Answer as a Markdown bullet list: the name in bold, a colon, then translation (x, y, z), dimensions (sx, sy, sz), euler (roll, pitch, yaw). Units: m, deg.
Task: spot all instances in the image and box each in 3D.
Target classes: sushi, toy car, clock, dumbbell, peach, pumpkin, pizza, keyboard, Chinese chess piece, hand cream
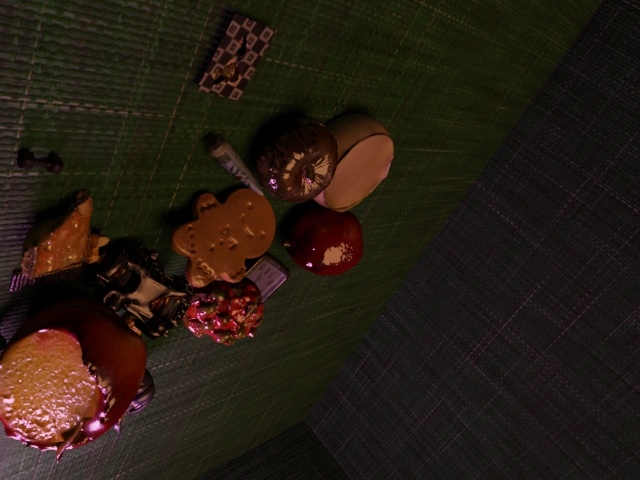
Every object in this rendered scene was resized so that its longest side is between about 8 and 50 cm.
- **sushi**: translation (-0.200, -0.429, 1.220), dimensions (0.139, 0.031, 0.201), euler (-2, 135, -55)
- **toy car**: translation (-0.488, 0.130, 1.448), dimensions (0.193, 0.118, 0.301), euler (-53, 127, -16)
- **clock**: translation (-0.258, 0.172, 1.985), dimensions (0.279, 0.049, 0.273), euler (-44, 153, -2)
- **dumbbell**: translation (-0.571, -0.159, 1.072), dimensions (0.083, 0.040, 0.036), euler (4, 95, -57)
- **peach**: translation (-0.633, 0.333, 1.374), dimensions (0.406, 0.334, 0.310), euler (-63, 178, 16)
- **pumpkin**: translation (-0.062, -0.218, 1.514), dimensions (0.260, 0.189, 0.260), euler (-21, 133, -24)
- **pizza**: translation (-0.602, -0.021, 1.199), dimensions (0.204, 0.080, 0.188), euler (-67, 171, 20)
- **keyboard**: translation (-0.665, 0.087, 1.321), dimensions (0.204, 0.013, 0.061), euler (-9, 136, -50)
- **Chinese chess piece**: translation (0.093, -0.260, 1.763), dimensions (0.338, 0.140, 0.338), euler (-34, 150, -22)
- **hand cream**: translation (-0.230, -0.201, 1.451), dimensions (0.058, 0.091, 0.271), euler (-48, 151, -4)

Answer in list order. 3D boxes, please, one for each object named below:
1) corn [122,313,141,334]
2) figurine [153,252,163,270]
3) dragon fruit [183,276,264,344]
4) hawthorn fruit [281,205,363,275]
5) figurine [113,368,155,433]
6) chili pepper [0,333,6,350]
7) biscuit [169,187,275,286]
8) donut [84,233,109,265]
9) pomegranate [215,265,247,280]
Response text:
- **corn**: translation (-0.628, 0.318, 1.636), dimensions (0.238, 0.080, 0.080), euler (-46, 154, 8)
- **figurine**: translation (-0.504, 0.113, 1.544), dimensions (0.083, 0.083, 0.188), euler (-16, 128, -44)
- **dragon fruit**: translation (-0.330, 0.216, 1.717), dimensions (0.237, 0.302, 0.231), euler (-35, 132, -72)
- **hawthorn fruit**: translation (0.000, 0.000, 1.891), dimensions (0.307, 0.265, 0.265), euler (4, 129, -33)
- **figurine**: translation (-0.677, 0.503, 1.712), dimensions (0.264, 0.197, 0.175), euler (-7, 140, -22)
- **chili pepper**: translation (-0.862, 0.314, 1.268), dimensions (0.098, 0.061, 0.224), euler (44, 74, -34)
- **biscuit**: translation (-0.264, -0.018, 1.525), dimensions (0.354, 0.052, 0.275), euler (-31, 109, -40)
- **donut**: translation (-0.562, 0.020, 1.318), dimensions (0.038, 0.067, 0.083), euler (-28, 120, -64)
- **pomegranate**: translation (-0.309, 0.030, 1.599), dimensions (0.156, 0.156, 0.220), euler (-36, 143, -16)
